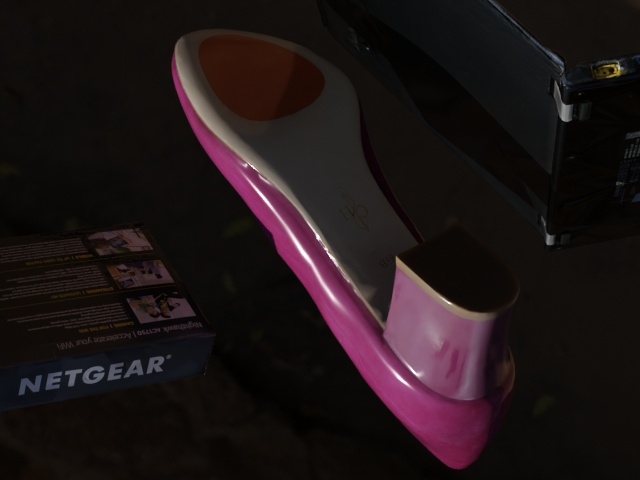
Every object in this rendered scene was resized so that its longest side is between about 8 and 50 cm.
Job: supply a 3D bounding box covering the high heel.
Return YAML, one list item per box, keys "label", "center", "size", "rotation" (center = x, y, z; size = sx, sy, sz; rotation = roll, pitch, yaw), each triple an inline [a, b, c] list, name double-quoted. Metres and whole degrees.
- label: "high heel"
  center: [0.000, 0.000, 1.100]
  size: [0.377, 0.127, 0.181]
  rotation: [50, 150, 36]

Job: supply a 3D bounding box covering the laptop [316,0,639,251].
- label: "laptop"
  center: [0.199, -0.156, 1.075]
  size: [0.408, 0.236, 0.382]
  rotation: [-10, 165, 4]

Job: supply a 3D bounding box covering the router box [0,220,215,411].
- label: "router box"
  center: [-0.183, 0.051, 1.076]
  size: [0.179, 0.133, 0.046]
  rotation: [-7, 132, -31]
